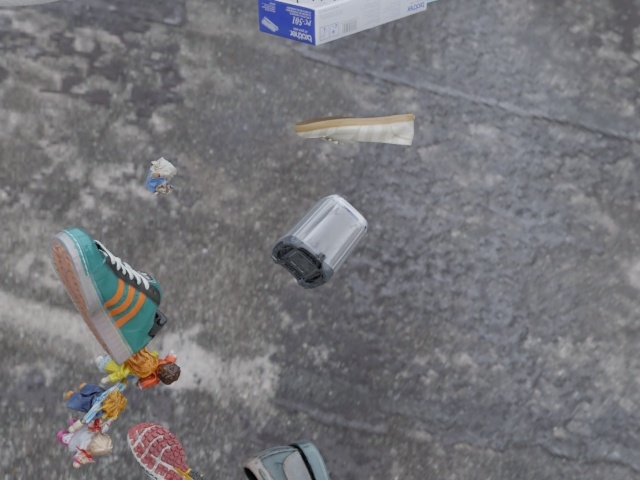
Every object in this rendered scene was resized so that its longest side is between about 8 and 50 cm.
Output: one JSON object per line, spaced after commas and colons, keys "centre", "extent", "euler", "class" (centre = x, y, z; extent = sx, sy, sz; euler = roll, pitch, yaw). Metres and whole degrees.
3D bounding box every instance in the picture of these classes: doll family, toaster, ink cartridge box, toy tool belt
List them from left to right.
{"centre": [-0.354, 0.252, 1.676], "extent": [0.263, 0.163, 0.118], "euler": [-48, 117, -28], "class": "doll family"}
{"centre": [-0.292, -0.105, 1.770], "extent": [0.052, 0.083, 0.051], "euler": [37, 51, 12], "class": "toy tool belt"}
{"centre": [0.000, 0.000, 1.987], "extent": [0.129, 0.227, 0.146], "euler": [41, 70, -4], "class": "toaster"}
{"centre": [0.030, -0.291, 1.219], "extent": [0.097, 0.046, 0.207], "euler": [24, 36, 38], "class": "ink cartridge box"}

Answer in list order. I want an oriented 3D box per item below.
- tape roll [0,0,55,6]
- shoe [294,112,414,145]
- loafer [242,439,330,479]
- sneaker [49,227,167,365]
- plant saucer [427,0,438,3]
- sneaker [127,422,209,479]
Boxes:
{"centre": [-0.268, -0.326, 0.647], "extent": [0.391, 0.392, 0.072], "euler": [18, 53, -2], "class": "tape roll"}
{"centre": [0.062, -0.195, 1.791], "extent": [0.219, 0.058, 0.076], "euler": [-3, 12, 4], "class": "shoe"}
{"centre": [-0.013, 0.345, 1.045], "extent": [0.084, 0.096, 0.268], "euler": [-5, 59, -29], "class": "loafer"}
{"centre": [-0.317, 0.066, 1.514], "extent": [0.121, 0.302, 0.108], "euler": [-37, 58, -20], "class": "sneaker"}
{"centre": [0.196, -0.371, 1.376], "extent": [0.192, 0.018, 0.067], "euler": [-17, 71, 1], "class": "plant saucer"}
{"centre": [-0.287, 0.440, 1.847], "extent": [0.088, 0.093, 0.225], "euler": [-28, 73, -43], "class": "sneaker"}
